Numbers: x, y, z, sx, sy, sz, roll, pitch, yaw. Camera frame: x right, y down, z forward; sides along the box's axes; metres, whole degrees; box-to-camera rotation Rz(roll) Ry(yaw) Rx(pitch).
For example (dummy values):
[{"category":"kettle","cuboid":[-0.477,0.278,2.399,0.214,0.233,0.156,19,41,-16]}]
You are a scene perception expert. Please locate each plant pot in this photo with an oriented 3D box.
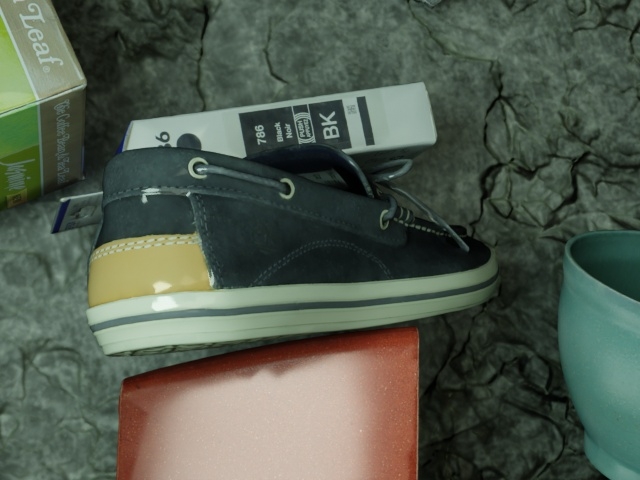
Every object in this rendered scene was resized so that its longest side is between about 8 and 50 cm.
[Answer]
[{"category":"plant pot","cuboid":[-0.049,0.211,1.138,0.236,0.267,0.267,2,81,-3]},{"category":"plant pot","cuboid":[0.350,0.129,1.253,0.293,0.293,0.196,6,107,-14]}]

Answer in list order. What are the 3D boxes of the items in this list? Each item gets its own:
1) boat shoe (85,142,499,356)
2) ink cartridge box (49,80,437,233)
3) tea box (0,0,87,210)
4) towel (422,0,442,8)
[{"category":"boat shoe","cuboid":[0.000,0.000,1.096,0.500,0.187,0.156,0,80,-56]},{"category":"ink cartridge box","cuboid":[-0.078,-0.073,1.207,0.333,0.165,0.065,-11,84,-17]},{"category":"tea box","cuboid":[-0.393,-0.171,1.083,0.323,0.220,0.329,-21,77,-15]},{"category":"towel","cuboid":[0.141,-0.400,1.340,0.284,0.121,0.235,-40,92,-15]}]
